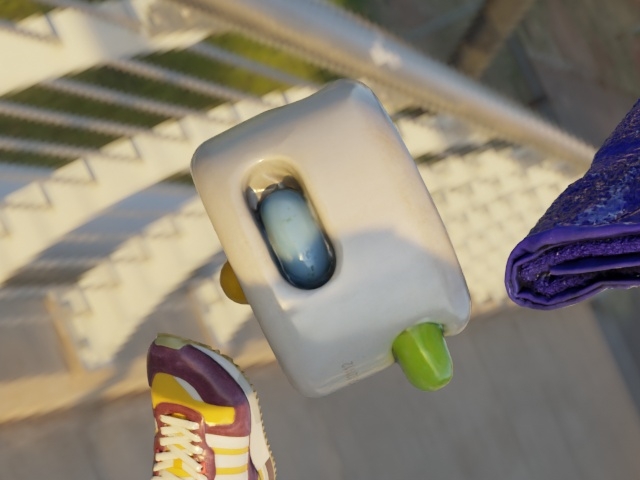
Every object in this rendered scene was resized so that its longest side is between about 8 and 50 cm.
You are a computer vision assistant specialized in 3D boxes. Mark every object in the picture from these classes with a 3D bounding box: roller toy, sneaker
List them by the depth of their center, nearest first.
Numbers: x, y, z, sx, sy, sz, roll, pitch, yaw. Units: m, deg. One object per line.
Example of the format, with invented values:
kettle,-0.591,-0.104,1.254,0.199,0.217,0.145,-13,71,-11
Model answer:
roller toy,0.000,0.000,1.209,0.209,0.146,0.191,-117,-177,-59
sneaker,-0.083,0.142,1.214,0.084,0.069,0.185,-57,145,-31

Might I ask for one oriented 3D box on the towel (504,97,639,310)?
towel,0.281,-0.066,1.288,0.308,0.227,0.076,-46,119,-43
